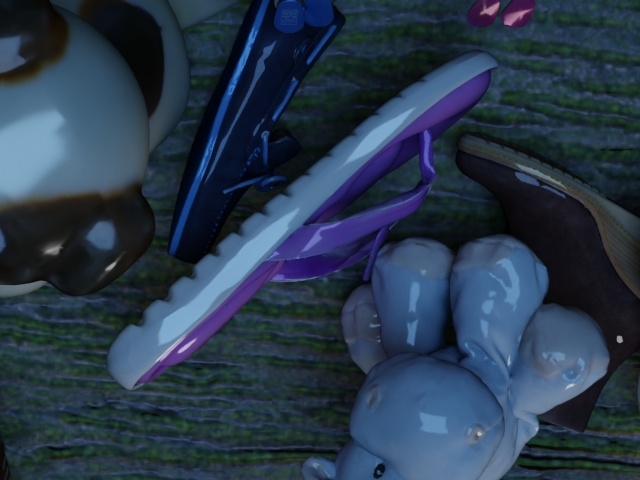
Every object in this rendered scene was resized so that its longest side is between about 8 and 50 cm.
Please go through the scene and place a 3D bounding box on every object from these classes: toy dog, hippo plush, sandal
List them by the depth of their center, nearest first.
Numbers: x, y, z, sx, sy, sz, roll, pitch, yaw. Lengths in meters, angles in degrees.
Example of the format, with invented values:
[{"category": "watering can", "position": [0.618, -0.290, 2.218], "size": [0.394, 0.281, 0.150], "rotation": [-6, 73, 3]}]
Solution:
[{"category": "toy dog", "position": [-0.226, -0.082, 1.418], "size": [0.395, 0.408, 0.284], "rotation": [-14, 105, -1]}, {"category": "hippo plush", "position": [0.072, 0.144, 1.558], "size": [0.234, 0.236, 0.294], "rotation": [35, 126, 16]}, {"category": "sandal", "position": [0.002, -0.001, 1.572], "size": [0.416, 0.169, 0.102], "rotation": [-40, 88, 5]}]

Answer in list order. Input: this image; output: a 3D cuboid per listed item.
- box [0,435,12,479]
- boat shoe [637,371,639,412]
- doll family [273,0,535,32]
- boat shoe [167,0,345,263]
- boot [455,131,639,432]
[{"category": "box", "position": [-0.325, 0.311, 1.621], "size": [0.143, 0.191, 0.381], "rotation": [-13, 104, -1]}, {"category": "boat shoe", "position": [0.327, 0.073, 1.616], "size": [0.095, 0.079, 0.254], "rotation": [-11, 122, -25]}, {"category": "doll family", "position": [0.066, -0.268, 1.533], "size": [0.263, 0.163, 0.118], "rotation": [0, 136, -5]}, {"category": "boat shoe", "position": [-0.053, -0.092, 1.588], "size": [0.089, 0.109, 0.258], "rotation": [21, 103, -13]}, {"category": "boot", "position": [0.186, 0.039, 1.646], "size": [0.248, 0.090, 0.207], "rotation": [29, 98, -15]}]
